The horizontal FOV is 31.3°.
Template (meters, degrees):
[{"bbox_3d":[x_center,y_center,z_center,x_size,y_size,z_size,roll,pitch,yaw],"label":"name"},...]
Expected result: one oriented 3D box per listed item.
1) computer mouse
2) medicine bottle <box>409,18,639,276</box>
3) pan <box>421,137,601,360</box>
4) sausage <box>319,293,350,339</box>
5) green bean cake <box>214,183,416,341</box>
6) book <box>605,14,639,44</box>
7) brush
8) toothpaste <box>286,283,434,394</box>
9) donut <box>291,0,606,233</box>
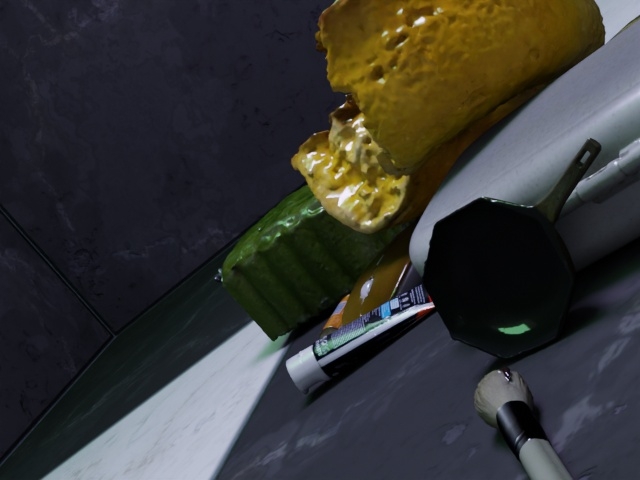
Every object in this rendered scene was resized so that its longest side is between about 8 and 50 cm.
[{"bbox_3d":[0.110,0.021,1.401,0.245,0.056,0.126,-47,10,-33],"label":"computer mouse"},{"bbox_3d":[0.254,-0.086,1.028,0.375,0.123,0.282,-37,12,39],"label":"medicine bottle"},{"bbox_3d":[0.175,0.012,0.907,0.202,0.128,0.048,-30,-1,40],"label":"pan"},{"bbox_3d":[0.030,0.096,1.441,0.031,0.031,0.107,-36,9,32],"label":"sausage"},{"bbox_3d":[0.000,0.000,1.675,0.247,0.156,0.250,-34,9,30],"label":"green bean cake"},{"bbox_3d":[0.410,-0.259,1.638,0.228,0.024,0.160,-43,6,-12],"label":"book"},{"bbox_3d":[0.136,0.133,0.701,0.042,0.039,0.299,-39,9,4],"label":"brush"},{"bbox_3d":[0.052,0.104,1.266,0.193,0.045,0.071,-33,17,11],"label":"toothpaste"},{"bbox_3d":[0.159,-0.175,1.282,0.377,0.163,0.435,-32,-15,-9],"label":"donut"}]
